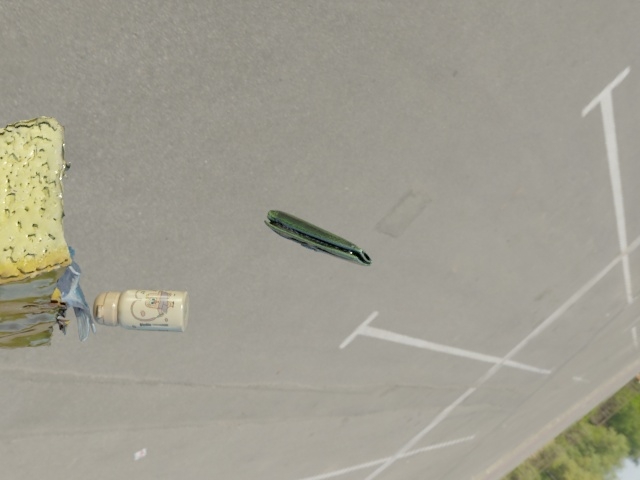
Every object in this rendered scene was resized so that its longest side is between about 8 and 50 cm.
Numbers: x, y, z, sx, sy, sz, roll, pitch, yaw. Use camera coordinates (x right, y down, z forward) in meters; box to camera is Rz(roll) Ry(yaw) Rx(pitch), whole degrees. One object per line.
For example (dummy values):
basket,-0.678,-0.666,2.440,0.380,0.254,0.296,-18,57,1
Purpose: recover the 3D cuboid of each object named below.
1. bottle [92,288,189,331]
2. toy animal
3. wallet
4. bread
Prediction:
bottle,-0.420,0.162,1.283,0.209,0.097,0.110,3,180,-4
toy animal,-0.534,0.094,1.145,0.176,0.255,0.239,-51,165,-37
wallet,-0.001,0.003,1.247,0.055,0.236,0.160,-65,162,-2
bread,-0.390,0.016,0.769,0.279,0.248,0.315,-17,163,11
